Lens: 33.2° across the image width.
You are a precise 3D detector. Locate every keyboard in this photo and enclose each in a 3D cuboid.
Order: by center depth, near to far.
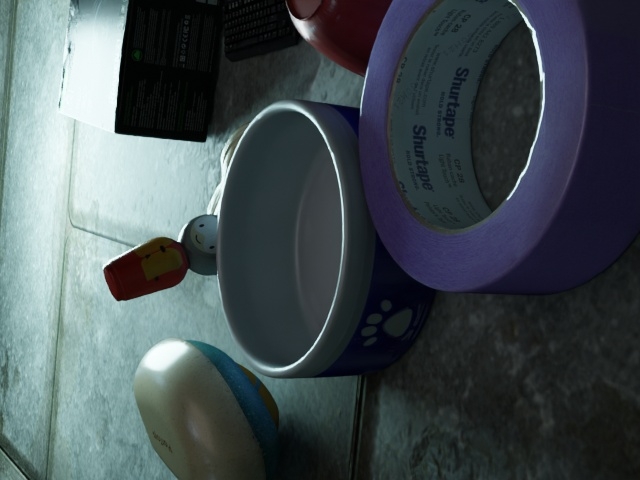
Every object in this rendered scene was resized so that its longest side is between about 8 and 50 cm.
[{"bbox_3d":[-0.072,-0.275,1.265,0.180,0.023,0.108,3,90,59],"label":"keyboard"}]

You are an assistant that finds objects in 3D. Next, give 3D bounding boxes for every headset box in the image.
[{"bbox_3d":[-0.251,-0.275,1.463,0.283,0.131,0.246,24,108,58],"label":"headset box"}]

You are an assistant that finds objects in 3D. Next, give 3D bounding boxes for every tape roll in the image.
[{"bbox_3d":[0.139,-0.096,0.825,0.275,0.090,0.275,-12,76,59],"label":"tape roll"}]

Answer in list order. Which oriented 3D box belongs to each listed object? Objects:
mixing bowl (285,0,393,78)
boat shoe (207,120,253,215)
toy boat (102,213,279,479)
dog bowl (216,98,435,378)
[{"bbox_3d":[0.029,-0.245,1.017,0.181,0.098,0.181,-8,81,58],"label":"mixing bowl"},{"bbox_3d":[-0.085,-0.062,1.235,0.170,0.063,0.059,111,144,-44],"label":"boat shoe"},{"bbox_3d":[-0.125,0.136,1.184,0.267,0.148,0.318,20,129,61],"label":"toy boat"},{"bbox_3d":[0.000,0.000,1.037,0.265,0.104,0.265,-8,81,60],"label":"dog bowl"}]
